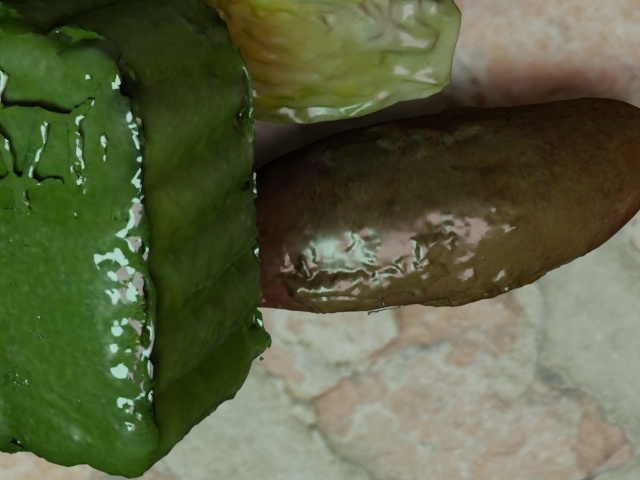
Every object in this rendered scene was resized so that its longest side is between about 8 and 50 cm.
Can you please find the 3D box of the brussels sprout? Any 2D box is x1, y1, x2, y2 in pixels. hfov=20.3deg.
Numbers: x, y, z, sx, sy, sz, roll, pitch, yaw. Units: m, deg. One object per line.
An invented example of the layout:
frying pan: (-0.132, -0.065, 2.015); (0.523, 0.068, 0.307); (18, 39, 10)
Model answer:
brussels sprout: (-0.025, -0.119, 0.832); (0.181, 0.100, 0.139); (8, 129, -21)

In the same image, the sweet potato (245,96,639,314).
sweet potato: (0.000, 0.000, 0.907); (0.385, 0.109, 0.109); (-16, 124, -3)

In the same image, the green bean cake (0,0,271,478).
green bean cake: (-0.131, -0.016, 0.799); (0.200, 0.113, 0.214); (13, 118, 28)
